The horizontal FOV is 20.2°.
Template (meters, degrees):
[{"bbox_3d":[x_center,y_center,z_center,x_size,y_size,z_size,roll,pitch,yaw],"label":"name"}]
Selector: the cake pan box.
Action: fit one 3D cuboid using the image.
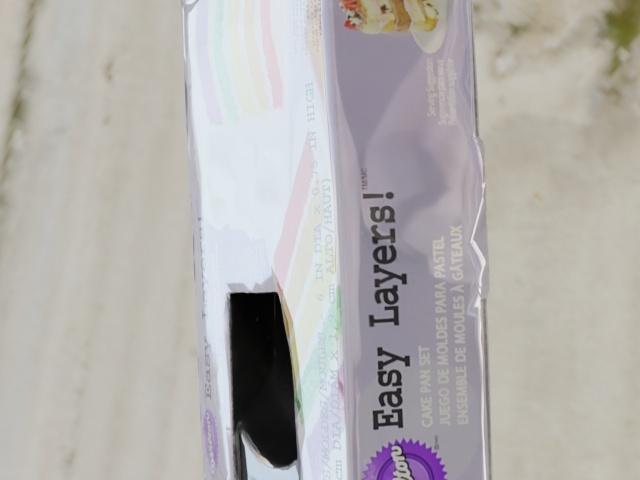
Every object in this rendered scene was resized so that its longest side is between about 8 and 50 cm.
[{"bbox_3d":[0.000,0.000,0.796,0.246,0.070,0.266,180,-92,-74],"label":"cake pan box"}]
